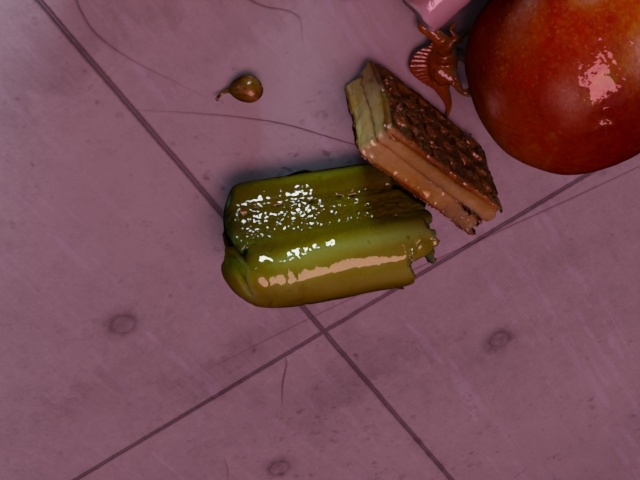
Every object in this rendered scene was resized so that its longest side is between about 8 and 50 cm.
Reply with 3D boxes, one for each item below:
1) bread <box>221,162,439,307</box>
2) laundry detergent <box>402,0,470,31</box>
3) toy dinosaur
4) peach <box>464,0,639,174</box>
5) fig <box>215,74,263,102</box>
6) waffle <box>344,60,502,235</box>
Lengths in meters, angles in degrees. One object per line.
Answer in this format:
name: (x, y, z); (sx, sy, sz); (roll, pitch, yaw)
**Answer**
bread: (0.000, 0.000, 1.882); (0.377, 0.251, 0.208); (-9, 145, -13)
laundry detergent: (0.279, -0.477, 1.656); (0.335, 0.159, 0.088); (-41, 97, 10)
toy dinosaur: (0.212, -0.303, 1.824); (0.142, 0.057, 0.212); (10, 124, -18)
peach: (0.421, -0.305, 1.690); (0.389, 0.388, 0.388); (-8, 128, -10)
fig: (-0.140, -0.256, 1.764); (0.083, 0.050, 0.050); (-12, 130, 10)
waffle: (0.181, -0.162, 1.816); (0.308, 0.212, 0.091); (32, 121, -32)
